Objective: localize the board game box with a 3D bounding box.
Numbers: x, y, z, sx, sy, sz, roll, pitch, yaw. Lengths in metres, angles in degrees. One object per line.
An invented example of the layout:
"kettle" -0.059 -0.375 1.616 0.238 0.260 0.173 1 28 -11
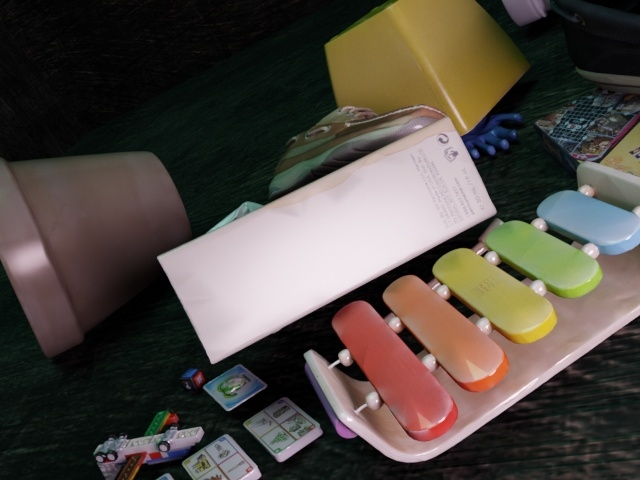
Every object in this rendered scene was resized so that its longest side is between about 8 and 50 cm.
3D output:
"board game box" 0.334 -0.107 0.695 0.165 0.042 0.243 -28 24 11

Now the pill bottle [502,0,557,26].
"pill bottle" 0.430 -0.460 1.100 0.283 0.161 0.161 -18 28 32

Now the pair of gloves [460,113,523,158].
"pair of gloves" 0.177 -0.119 0.940 0.198 0.023 0.159 -31 25 4

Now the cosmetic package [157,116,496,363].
"cosmetic package" 0.000 0.000 0.708 0.310 0.113 0.160 -26 1 -13

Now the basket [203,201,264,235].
"basket" -0.077 0.031 0.868 0.113 0.103 0.167 -40 25 -15

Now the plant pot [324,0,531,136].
"plant pot" 0.134 -0.253 0.996 0.212 0.187 0.212 -13 25 50

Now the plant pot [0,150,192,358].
"plant pot" -0.376 -0.015 1.128 0.281 0.323 0.323 -25 20 -22

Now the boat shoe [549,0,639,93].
"boat shoe" 0.350 -0.215 0.566 0.187 0.156 0.500 -43 18 0

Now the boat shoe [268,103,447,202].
"boat shoe" 0.038 -0.127 0.929 0.324 0.123 0.116 -15 62 49

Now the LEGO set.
"LEGO set" -0.124 0.206 0.697 0.183 0.060 0.244 -29 22 -23

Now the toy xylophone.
"toy xylophone" 0.131 0.052 0.596 0.323 0.081 0.236 -37 24 -10
